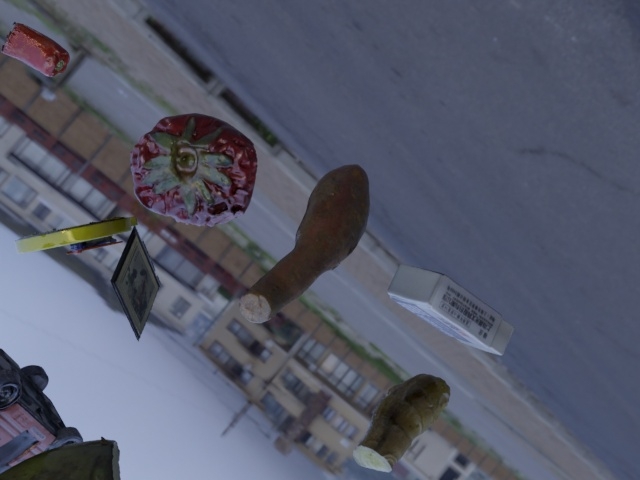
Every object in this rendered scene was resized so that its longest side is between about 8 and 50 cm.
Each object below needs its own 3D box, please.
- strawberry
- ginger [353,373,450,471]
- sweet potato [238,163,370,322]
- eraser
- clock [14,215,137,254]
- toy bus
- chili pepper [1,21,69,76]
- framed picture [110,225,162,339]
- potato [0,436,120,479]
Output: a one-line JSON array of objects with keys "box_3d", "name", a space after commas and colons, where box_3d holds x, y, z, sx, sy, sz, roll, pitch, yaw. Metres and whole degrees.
[{"box_3d": [-0.297, -0.181, 2.322, 0.345, 0.318, 0.295, -33, -76, -80], "name": "strawberry"}, {"box_3d": [0.178, 0.392, 2.002, 0.109, 0.263, 0.116, -6, 124, 56], "name": "ginger"}, {"box_3d": [0.000, 0.000, 1.391, 0.109, 0.385, 0.109, 14, 131, 16], "name": "sweet potato"}, {"box_3d": [0.275, 0.146, 1.901, 0.279, 0.081, 0.124, 33, 167, -38], "name": "eraser"}, {"box_3d": [-0.597, -0.002, 2.223, 0.293, 0.277, 0.071, -20, -82, -74], "name": "clock"}, {"box_3d": [-0.605, 0.300, 1.595, 0.203, 0.233, 0.427, 47, 166, 34], "name": "toy bus"}, {"box_3d": [-0.567, -0.377, 1.823, 0.123, 0.073, 0.070, 30, 154, -6], "name": "chili pepper"}, {"box_3d": [-0.420, 0.098, 2.091, 0.195, 0.010, 0.199, -80, -19, -50], "name": "framed picture"}, {"box_3d": [-0.442, 0.418, 1.413, 0.269, 0.255, 0.112, -111, 15, -56], "name": "potato"}]
